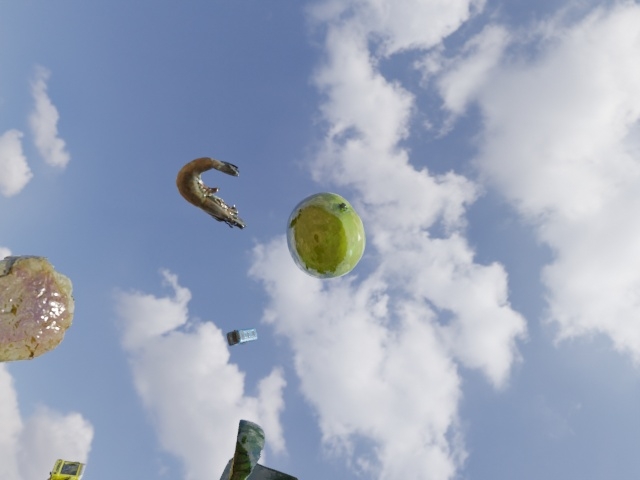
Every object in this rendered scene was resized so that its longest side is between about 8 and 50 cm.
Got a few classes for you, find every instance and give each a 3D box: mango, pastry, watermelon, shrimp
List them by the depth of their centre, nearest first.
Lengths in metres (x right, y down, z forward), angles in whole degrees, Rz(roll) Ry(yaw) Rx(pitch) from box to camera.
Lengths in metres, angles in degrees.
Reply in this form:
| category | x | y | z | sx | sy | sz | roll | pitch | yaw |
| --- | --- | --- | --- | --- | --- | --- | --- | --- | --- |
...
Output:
| category | x | y | z | sx | sy | sz | roll | pitch | yaw |
| --- | --- | --- | --- | --- | --- | --- | --- | --- | --- |
| pastry | -0.415 | 0.094 | 0.610 | 0.081 | 0.153 | 0.153 | -12 | -88 | 27 |
| mango | -0.002 | -0.008 | 0.995 | 0.273 | 0.149 | 0.186 | -9 | -79 | 70 |
| shrimp | -0.243 | -0.119 | 1.099 | 0.152 | 0.219 | 0.046 | -38 | -150 | 17 |
| watermelon | -0.181 | 0.528 | 1.136 | 0.075 | 0.181 | 0.092 | 9 | -63 | -5 |

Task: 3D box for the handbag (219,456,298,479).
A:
| category | x | y | z | sx | sy | sz | roll | pitch | yaw |
| --- | --- | --- | --- | --- | --- | --- | --- | --- | --- |
| handbag | -0.218 | 0.847 | 1.430 | 0.260 | 0.247 | 0.079 | 15 | -57 | 10 |

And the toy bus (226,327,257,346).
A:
| category | x | y | z | sx | sy | sz | roll | pitch | yaw |
| --- | --- | --- | --- | --- | --- | --- | --- | --- | --- |
| toy bus | -0.207 | 0.253 | 1.173 | 0.046 | 0.083 | 0.038 | -23 | -106 | 25 |

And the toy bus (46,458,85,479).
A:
| category | x | y | z | sx | sy | sz | roll | pitch | yaw |
| --- | --- | --- | --- | --- | --- | --- | --- | --- | --- |
| toy bus | -0.585 | 0.608 | 0.973 | 0.081 | 0.074 | 0.226 | 179 | -75 | -70 |
